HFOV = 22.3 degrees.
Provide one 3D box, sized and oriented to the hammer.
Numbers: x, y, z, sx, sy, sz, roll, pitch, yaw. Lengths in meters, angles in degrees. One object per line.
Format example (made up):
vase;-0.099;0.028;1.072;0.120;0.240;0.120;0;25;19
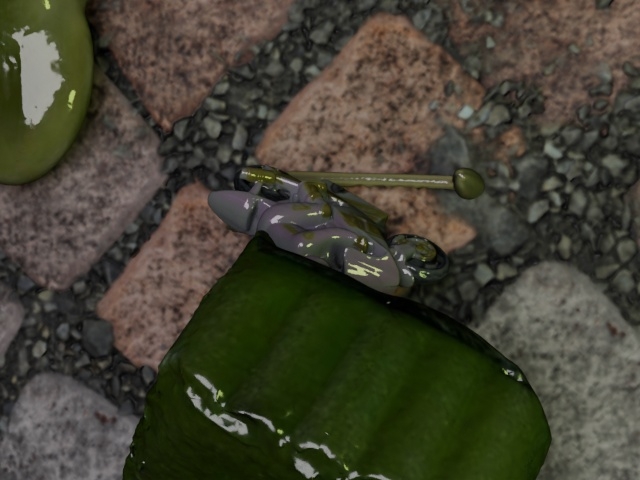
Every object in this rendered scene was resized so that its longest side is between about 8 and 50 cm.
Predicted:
hammer;0.053;-0.057;1.532;0.195;0.060;0.028;1;85;19

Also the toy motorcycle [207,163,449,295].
toy motorcycle;0.000;0.000;1.481;0.225;0.152;0.073;26;121;16

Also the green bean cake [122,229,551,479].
green bean cake;0.016;0.185;1.372;0.319;0.335;0.218;30;56;5

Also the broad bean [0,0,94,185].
broad bean;-0.312;-0.187;1.605;0.189;0.121;0.263;2;87;19
